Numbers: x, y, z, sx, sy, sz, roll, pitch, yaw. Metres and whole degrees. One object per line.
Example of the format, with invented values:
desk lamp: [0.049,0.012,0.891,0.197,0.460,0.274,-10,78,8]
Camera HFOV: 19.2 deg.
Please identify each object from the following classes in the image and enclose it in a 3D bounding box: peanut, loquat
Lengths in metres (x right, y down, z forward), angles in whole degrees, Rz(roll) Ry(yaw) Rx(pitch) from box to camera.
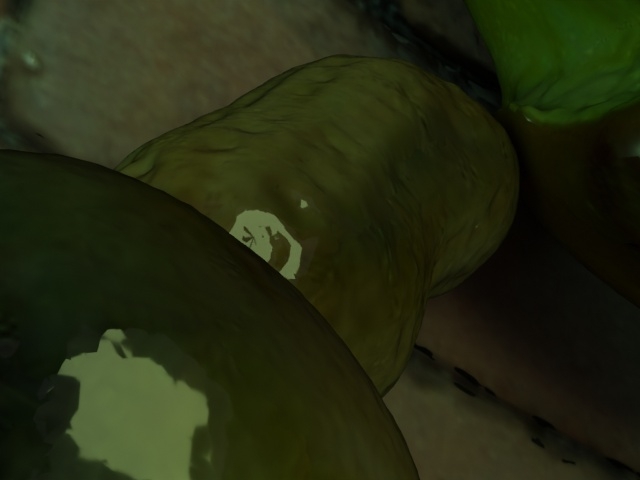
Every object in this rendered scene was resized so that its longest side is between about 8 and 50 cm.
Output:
peanut: [0.000,0.000,0.670,0.120,0.110,0.236,54,32,5]
loquat: [-0.059,0.084,0.490,0.179,0.179,0.227,-44,126,-48]

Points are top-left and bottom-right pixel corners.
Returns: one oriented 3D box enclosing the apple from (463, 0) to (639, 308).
apple: [0.220,-0.111,0.775,0.384,0.374,0.374,17,48,1]
